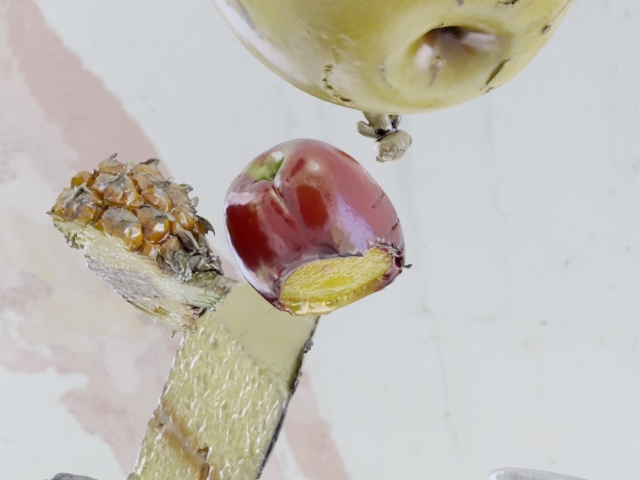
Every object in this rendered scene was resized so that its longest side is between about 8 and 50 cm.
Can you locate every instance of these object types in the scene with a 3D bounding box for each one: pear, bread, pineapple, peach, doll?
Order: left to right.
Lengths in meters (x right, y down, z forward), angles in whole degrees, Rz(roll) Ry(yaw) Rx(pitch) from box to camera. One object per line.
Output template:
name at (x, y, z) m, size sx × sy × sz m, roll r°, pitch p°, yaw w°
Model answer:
pineapple at (-0.152, -0.007, 1.288) m, size 0.164 × 0.140 × 0.250 m, roll 0°, pitch -35°, yaw 40°
bread at (-0.056, 0.226, 1.605) m, size 0.242 × 0.405 × 0.346 m, roll 34°, pitch -60°, yaw 32°
peach at (0.000, 0.000, 1.359) m, size 0.226 × 0.190 × 0.196 m, roll 53°, pitch -22°, yaw -24°
doll at (0.074, -0.139, 1.459) m, size 0.061 × 0.051 × 0.093 m, roll -24°, pitch -88°, yaw 1°
pear at (0.055, -0.273, 0.935) m, size 0.348 × 0.348 × 0.348 m, roll 11°, pitch -49°, yaw 13°

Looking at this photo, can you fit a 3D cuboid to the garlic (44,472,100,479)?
garlic at (-0.057, 0.247, 0.843) m, size 0.292 × 0.237 × 0.210 m, roll 25°, pitch -74°, yaw -36°

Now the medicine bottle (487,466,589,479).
medicine bottle at (0.281, 0.515, 1.646) m, size 0.242 × 0.395 × 0.242 m, roll 7°, pitch -18°, yaw 2°
